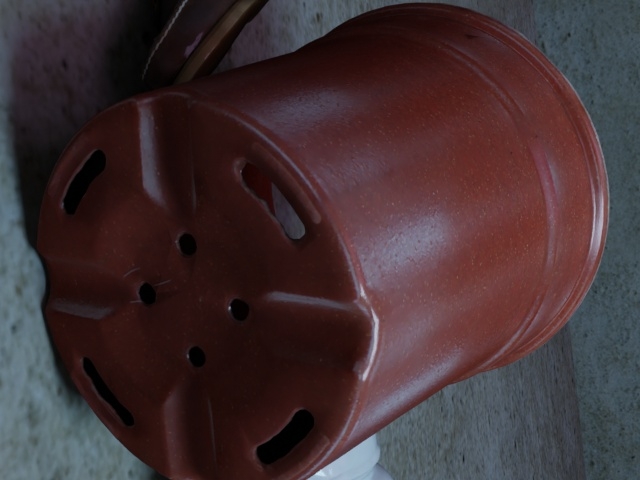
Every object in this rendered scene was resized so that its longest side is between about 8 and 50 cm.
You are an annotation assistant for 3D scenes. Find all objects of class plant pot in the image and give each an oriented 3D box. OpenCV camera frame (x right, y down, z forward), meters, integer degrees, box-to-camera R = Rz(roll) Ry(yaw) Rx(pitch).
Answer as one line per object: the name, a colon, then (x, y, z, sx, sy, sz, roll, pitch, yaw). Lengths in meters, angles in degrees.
plant pot: (0.000, 0.000, 0.512, 0.265, 0.272, 0.272, -24, 108, -55)

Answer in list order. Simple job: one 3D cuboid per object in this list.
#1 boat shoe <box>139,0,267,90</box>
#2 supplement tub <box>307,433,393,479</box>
boat shoe: (-0.078, -0.164, 0.578, 0.073, 0.073, 0.207, 35, 40, -11)
supplement tub: (-0.015, 0.219, 0.549, 0.144, 0.144, 0.200, -15, 100, -65)
